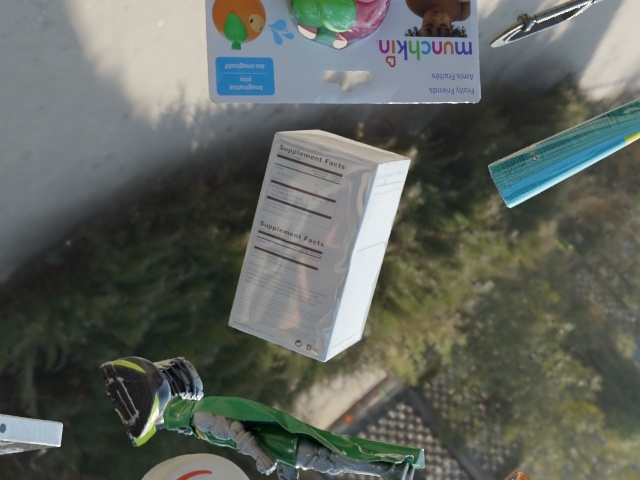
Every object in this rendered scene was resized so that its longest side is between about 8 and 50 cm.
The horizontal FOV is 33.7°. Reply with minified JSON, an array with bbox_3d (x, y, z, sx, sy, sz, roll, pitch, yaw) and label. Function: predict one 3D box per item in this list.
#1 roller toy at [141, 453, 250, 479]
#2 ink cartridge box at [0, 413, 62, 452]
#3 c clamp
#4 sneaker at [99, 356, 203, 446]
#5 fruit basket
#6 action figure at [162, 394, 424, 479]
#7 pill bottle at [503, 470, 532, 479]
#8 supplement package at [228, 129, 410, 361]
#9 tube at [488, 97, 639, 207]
[{"bbox_3d":[-0.203,0.439,1.700,0.209,0.191,0.146,-35,-179,-25],"label":"roller toy"},{"bbox_3d":[-0.540,0.295,1.608,0.206,0.045,0.208,-11,159,25],"label":"ink cartridge box"},{"bbox_3d":[0.283,-0.276,1.276,0.160,0.022,0.137,-23,180,-8],"label":"c clamp"},{"bbox_3d":[-0.223,0.199,1.435,0.121,0.111,0.300,-28,174,-16],"label":"sneaker"},{"bbox_3d":[0.033,-0.321,1.101,0.327,0.353,0.165,-3,177,-25],"label":"fruit basket"},{"bbox_3d":[-0.033,0.178,0.929,0.137,0.232,0.064,51,54,-67],"label":"action figure"},{"bbox_3d":[0.304,0.391,1.275,0.130,0.245,0.130,-48,175,-6],"label":"pill bottle"},{"bbox_3d":[0.000,0.000,1.284,0.139,0.133,0.244,-16,123,-68],"label":"supplement package"},{"bbox_3d":[0.281,-0.104,1.123,0.207,0.052,0.080,-27,-155,15],"label":"tube"}]
